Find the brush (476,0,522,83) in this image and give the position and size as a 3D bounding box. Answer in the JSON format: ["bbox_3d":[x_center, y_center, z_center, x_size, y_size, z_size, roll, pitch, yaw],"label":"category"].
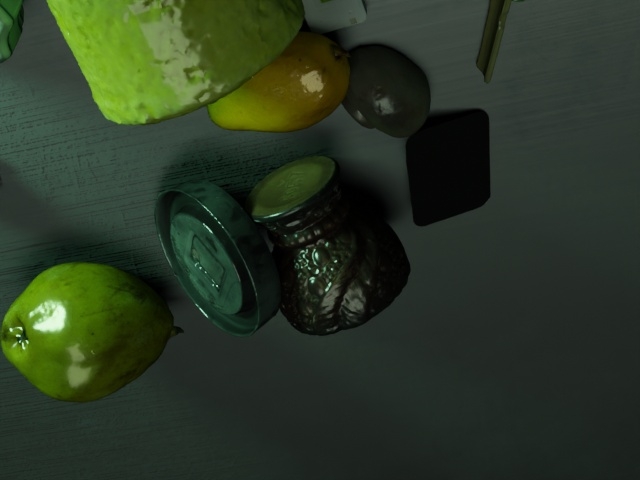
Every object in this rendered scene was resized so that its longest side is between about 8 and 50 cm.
[{"bbox_3d":[0.302,-0.380,1.703,0.048,0.054,0.282,-6,139,-13],"label":"brush"}]

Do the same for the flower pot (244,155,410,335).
[{"bbox_3d":[0.000,0.000,1.965,0.267,0.266,0.267,-19,121,19],"label":"flower pot"}]

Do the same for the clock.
[{"bbox_3d":[-0.196,0.032,1.985,0.066,0.319,0.318,-32,147,-29],"label":"clock"}]

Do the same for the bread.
[{"bbox_3d":[-0.219,-0.365,1.526,0.348,0.348,0.307,-14,125,14],"label":"bread"}]

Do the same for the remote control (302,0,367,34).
[{"bbox_3d":[-0.006,-0.436,1.649,0.103,0.034,0.250,-14,137,14],"label":"remote control"}]

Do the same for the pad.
[{"bbox_3d":[0.161,-0.123,1.977,0.323,0.055,0.250,-5,138,5],"label":"pad"}]

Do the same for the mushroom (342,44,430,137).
[{"bbox_3d":[0.113,-0.247,1.813,0.188,0.117,0.141,36,115,-28],"label":"mushroom"}]

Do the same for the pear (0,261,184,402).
[{"bbox_3d":[-0.458,0.184,2.158,0.375,0.287,0.287,2,140,-29],"label":"pear"}]

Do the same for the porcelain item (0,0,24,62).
[{"bbox_3d":[-0.621,-0.381,1.611,0.281,0.157,0.286,-22,134,24],"label":"porcelain item"}]

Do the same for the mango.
[{"bbox_3d":[-0.074,-0.261,1.781,0.317,0.119,0.176,-13,134,33],"label":"mango"}]
